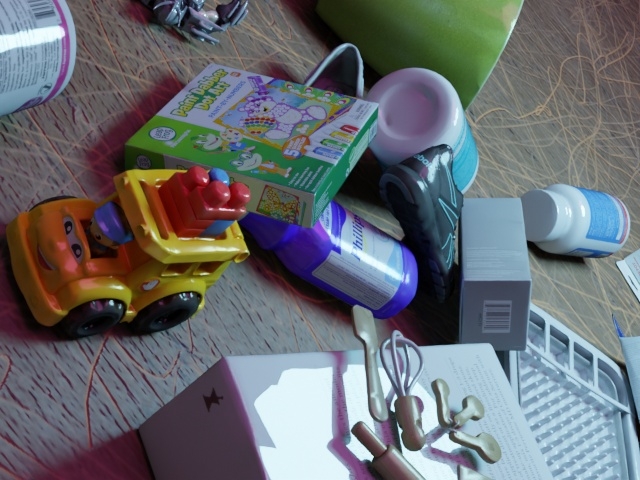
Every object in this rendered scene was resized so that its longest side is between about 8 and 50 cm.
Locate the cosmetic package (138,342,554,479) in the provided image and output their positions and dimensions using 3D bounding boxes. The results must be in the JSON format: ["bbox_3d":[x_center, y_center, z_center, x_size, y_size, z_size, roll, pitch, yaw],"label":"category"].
[{"bbox_3d":[0.051,0.253,1.205,0.453,0.161,0.230,4,56,-47],"label":"cosmetic package"}]

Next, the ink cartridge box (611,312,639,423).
[{"bbox_3d":[0.554,0.256,1.801,0.223,0.045,0.224,48,29,-44],"label":"ink cartridge box"}]

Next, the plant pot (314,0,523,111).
[{"bbox_3d":[0.148,-0.381,1.839,0.293,0.275,0.275,25,39,-7],"label":"plant pot"}]

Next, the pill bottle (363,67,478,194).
[{"bbox_3d":[0.156,-0.139,1.634,0.264,0.146,0.146,49,18,-65],"label":"pill bottle"}]

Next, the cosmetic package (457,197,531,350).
[{"bbox_3d":[0.250,0.044,1.593,0.107,0.127,0.238,-1,29,4],"label":"cosmetic package"}]

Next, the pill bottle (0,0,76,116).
[{"bbox_3d":[-0.397,-0.188,1.106,0.160,0.160,0.283,53,35,4],"label":"pill bottle"}]

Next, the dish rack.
[{"bbox_3d":[0.355,0.271,1.608,0.285,0.072,0.333,34,38,-24],"label":"dish rack"}]

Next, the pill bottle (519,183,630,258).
[{"bbox_3d":[0.442,-0.036,1.935,0.221,0.124,0.124,7,54,-46],"label":"pill bottle"}]

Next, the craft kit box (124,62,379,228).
[{"bbox_3d":[-0.080,-0.127,1.377,0.247,0.061,0.250,13,36,15],"label":"craft kit box"}]

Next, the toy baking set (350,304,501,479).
[{"bbox_3d":[0.101,0.193,1.155,0.256,0.030,0.197,44,33,-9],"label":"toy baking set"}]

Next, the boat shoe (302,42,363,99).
[{"bbox_3d":[0.002,-0.176,1.560,0.118,0.103,0.320,20,35,3],"label":"boat shoe"}]

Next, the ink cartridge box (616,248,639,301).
[{"bbox_3d":[0.666,0.061,2.153,0.181,0.061,0.104,-9,66,-51],"label":"ink cartridge box"}]

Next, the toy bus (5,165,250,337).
[{"bbox_3d":[-0.182,-0.008,1.142,0.220,0.211,0.149,-1,61,-47],"label":"toy bus"}]

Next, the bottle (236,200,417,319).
[{"bbox_3d":[0.000,0.000,1.437,0.283,0.092,0.118,31,36,-26],"label":"bottle"}]

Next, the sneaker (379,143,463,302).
[{"bbox_3d":[0.162,-0.019,1.525,0.106,0.267,0.101,-41,51,-22],"label":"sneaker"}]

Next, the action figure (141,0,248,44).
[{"bbox_3d":[-0.183,-0.395,1.590,0.185,0.099,0.285,42,39,-21],"label":"action figure"}]
